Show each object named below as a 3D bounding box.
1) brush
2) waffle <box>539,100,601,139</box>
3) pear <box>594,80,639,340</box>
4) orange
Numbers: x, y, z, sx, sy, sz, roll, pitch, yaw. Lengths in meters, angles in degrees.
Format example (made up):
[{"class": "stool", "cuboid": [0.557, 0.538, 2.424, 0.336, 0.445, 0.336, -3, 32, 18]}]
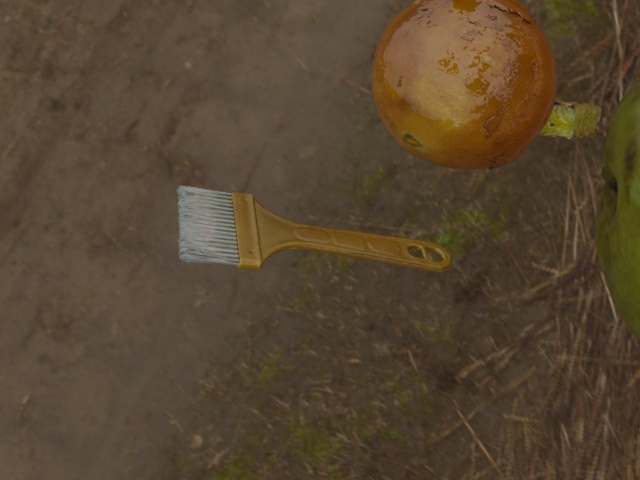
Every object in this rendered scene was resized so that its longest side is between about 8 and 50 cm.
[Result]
[{"class": "brush", "cuboid": [0.000, 0.000, 0.906, 0.272, 0.013, 0.103, 8, 40, -17]}, {"class": "waffle", "cuboid": [0.329, -0.188, 1.453, 0.161, 0.211, 0.055, 9, 102, 26]}, {"class": "pear", "cuboid": [0.357, -0.011, 0.499, 0.414, 0.352, 0.351, -1, 66, 8]}, {"class": "orange", "cuboid": [0.182, -0.207, 1.230, 0.240, 0.240, 0.240, -10, 63, 20]}]
